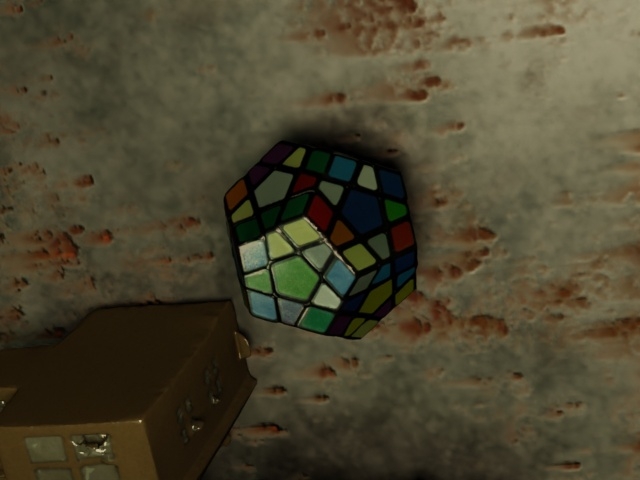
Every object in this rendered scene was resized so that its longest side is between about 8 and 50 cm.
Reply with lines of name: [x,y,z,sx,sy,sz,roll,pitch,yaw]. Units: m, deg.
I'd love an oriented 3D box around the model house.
model house: [-0.135,0.190,1.195,0.176,0.181,0.248,-3,113,19]

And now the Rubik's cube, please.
Rubik's cube: [0.000,0.000,1.098,0.133,0.133,0.112,47,146,-9]
